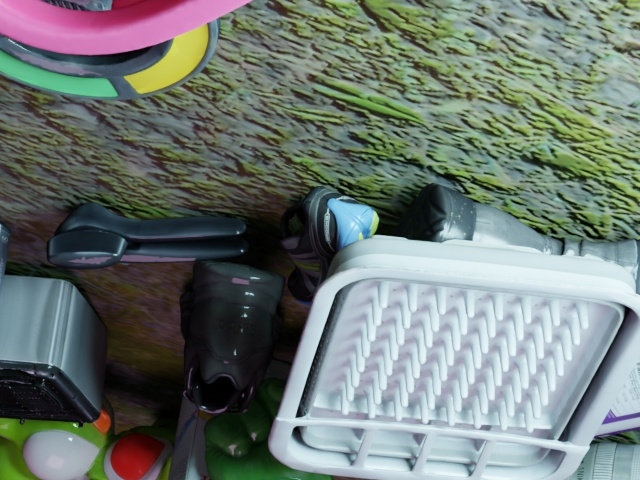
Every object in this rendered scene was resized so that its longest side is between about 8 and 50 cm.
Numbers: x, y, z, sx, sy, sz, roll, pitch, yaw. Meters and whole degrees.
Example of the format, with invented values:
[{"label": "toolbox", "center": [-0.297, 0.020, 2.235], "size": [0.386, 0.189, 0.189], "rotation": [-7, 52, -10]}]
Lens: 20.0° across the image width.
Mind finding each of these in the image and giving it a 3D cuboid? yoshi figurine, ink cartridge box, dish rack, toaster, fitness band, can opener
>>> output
[{"label": "yoshi figurine", "center": [-0.228, 0.274, 2.018], "size": [0.362, 0.203, 0.203], "rotation": [31, -171, 7]}, {"label": "ink cartridge box", "center": [-0.084, 0.210, 1.895], "size": [0.127, 0.175, 0.072], "rotation": [20, 150, -18]}, {"label": "dish rack", "center": [0.114, 0.102, 1.558], "size": [0.285, 0.072, 0.333], "rotation": [7, 144, -7]}, {"label": "toaster", "center": [-0.320, 0.111, 1.839], "size": [0.168, 0.110, 0.186], "rotation": [1, 157, 11]}, {"label": "fitness band", "center": [-0.134, -0.226, 1.207], "size": [0.291, 0.054, 0.209], "rotation": [-21, 134, 28]}, {"label": "can opener", "center": [-0.158, 0.003, 1.668], "size": [0.186, 0.073, 0.059], "rotation": [-1, 143, -2]}]

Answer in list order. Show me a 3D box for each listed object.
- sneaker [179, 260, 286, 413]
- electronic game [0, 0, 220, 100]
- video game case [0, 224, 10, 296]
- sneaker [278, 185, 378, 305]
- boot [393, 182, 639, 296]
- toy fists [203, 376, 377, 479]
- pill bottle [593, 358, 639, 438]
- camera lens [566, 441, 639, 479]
[{"label": "sneaker", "center": [-0.095, 0.108, 1.738], "size": [0.109, 0.130, 0.286], "rotation": [9, 165, 2]}, {"label": "electronic game", "center": [-0.189, -0.176, 1.364], "size": [0.229, 0.048, 0.229], "rotation": [7, 151, 4]}, {"label": "video game case", "center": [-0.397, 0.123, 1.721], "size": [0.196, 0.274, 0.026], "rotation": [-7, 154, 26]}, {"label": "sneaker", "center": [0.000, 0.000, 1.626], "size": [0.078, 0.067, 0.188], "rotation": [37, 157, 6]}, {"label": "boot", "center": [0.141, 0.079, 1.664], "size": [0.222, 0.118, 0.338], "rotation": [16, 153, -16]}, {"label": "toy fists", "center": [0.021, 0.188, 1.808], "size": [0.279, 0.142, 0.096], "rotation": [-14, 150, 0]}, {"label": "pill bottle", "center": [0.307, 0.121, 1.699], "size": [0.193, 0.108, 0.108], "rotation": [-17, 142, 39]}, {"label": "camera lens", "center": [0.369, 0.328, 1.940], "size": [0.274, 0.219, 0.219], "rotation": [1, 150, 14]}]
